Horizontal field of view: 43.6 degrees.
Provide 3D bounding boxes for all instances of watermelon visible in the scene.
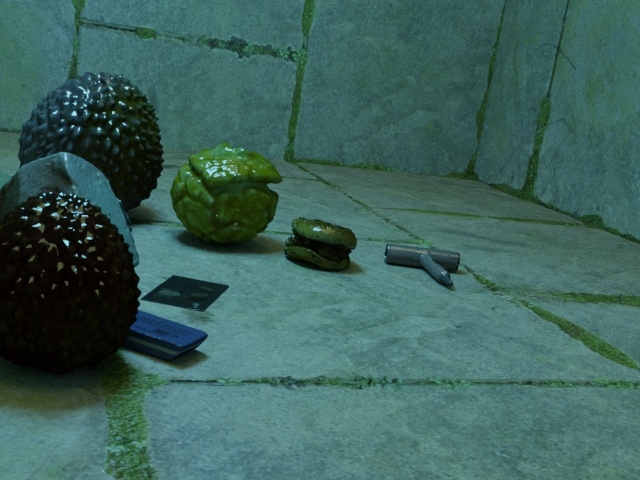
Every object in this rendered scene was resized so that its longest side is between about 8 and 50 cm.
[{"bbox_3d":[-0.502,-0.050,1.558,0.228,0.258,0.387,-7,23,-42],"label":"watermelon"}]

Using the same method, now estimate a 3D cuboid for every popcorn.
[{"bbox_3d":[-0.246,-0.117,2.024,0.282,0.282,0.247,-2,29,-40],"label":"popcorn"}]

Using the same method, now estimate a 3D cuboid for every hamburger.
[{"bbox_3d":[0.000,0.000,1.995,0.177,0.113,0.185,6,14,-5],"label":"hamburger"}]

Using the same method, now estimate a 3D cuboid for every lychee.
[{"bbox_3d":[-0.394,0.056,1.190,0.267,0.267,0.267,8,13,-2],"label":"lychee"},{"bbox_3d":[-0.592,-0.242,2.097,0.380,0.432,0.380,16,46,-18],"label":"lychee"}]

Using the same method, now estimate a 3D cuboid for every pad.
[{"bbox_3d":[-0.269,0.104,1.614,0.127,0.004,0.190,10,13,7],"label":"pad"}]

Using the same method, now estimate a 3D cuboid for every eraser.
[{"bbox_3d":[-0.299,0.149,1.324,0.225,0.036,0.082,15,16,23],"label":"eraser"}]

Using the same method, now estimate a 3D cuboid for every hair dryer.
[{"bbox_3d":[0.266,0.073,2.026,0.195,0.053,0.220,7,20,-2],"label":"hair dryer"}]

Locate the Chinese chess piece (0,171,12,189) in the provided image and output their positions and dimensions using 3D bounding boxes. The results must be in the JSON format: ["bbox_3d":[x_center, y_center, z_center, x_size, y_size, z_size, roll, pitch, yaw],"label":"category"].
[{"bbox_3d":[-0.878,-0.117,1.961,0.250,0.101,0.250,8,12,-2],"label":"Chinese chess piece"}]
